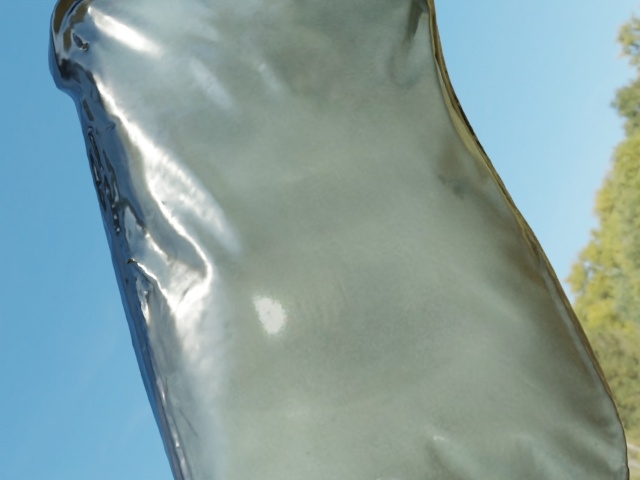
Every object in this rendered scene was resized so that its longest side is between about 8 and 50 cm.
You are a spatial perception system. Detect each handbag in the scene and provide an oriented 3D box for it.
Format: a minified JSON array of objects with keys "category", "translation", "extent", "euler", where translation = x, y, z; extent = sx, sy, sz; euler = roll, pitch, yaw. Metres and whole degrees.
[{"category":"handbag","translation":[-0.001,-0.003,0.432],"extent":[0.192,0.332,0.075],"euler":[-19,-15,-6]}]
